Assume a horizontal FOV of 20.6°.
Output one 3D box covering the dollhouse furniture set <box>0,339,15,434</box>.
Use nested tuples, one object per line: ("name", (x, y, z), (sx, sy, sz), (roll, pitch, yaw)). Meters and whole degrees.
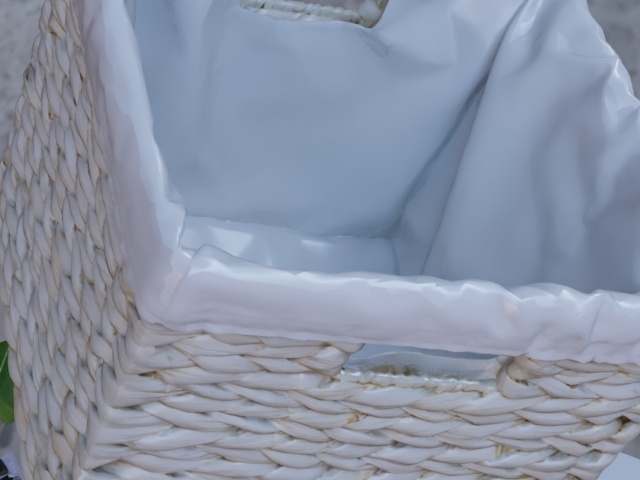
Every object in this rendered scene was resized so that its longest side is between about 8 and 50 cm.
("dollhouse furniture set", (-0.295, 0.130, 1.392), (0.076, 0.151, 0.058), (52, 33, -34))

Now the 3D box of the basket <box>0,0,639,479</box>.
("basket", (0.000, 0.000, 1.009), (0.328, 0.266, 0.331), (5, 43, -24))

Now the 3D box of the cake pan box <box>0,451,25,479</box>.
("cake pan box", (-0.396, 0.296, 1.661), (0.267, 0.246, 0.070), (-32, 91, -4))

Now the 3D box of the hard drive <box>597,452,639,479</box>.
("hard drive", (0.349, 0.405, 2.111), (0.233, 0.047, 0.353), (22, 45, -33))
